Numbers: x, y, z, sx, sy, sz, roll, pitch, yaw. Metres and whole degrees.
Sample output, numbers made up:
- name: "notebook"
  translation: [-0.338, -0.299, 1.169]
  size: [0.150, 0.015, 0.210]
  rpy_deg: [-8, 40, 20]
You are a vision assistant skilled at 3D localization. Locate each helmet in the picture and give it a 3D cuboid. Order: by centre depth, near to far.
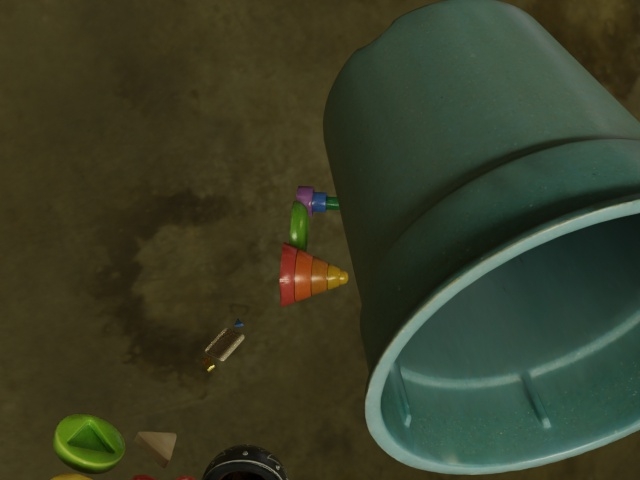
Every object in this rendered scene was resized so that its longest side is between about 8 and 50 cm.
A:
- name: "helmet"
  translation: [-0.124, 0.421, 1.364]
  size: [0.169, 0.169, 0.161]
  rpy_deg: [25, 52, -32]

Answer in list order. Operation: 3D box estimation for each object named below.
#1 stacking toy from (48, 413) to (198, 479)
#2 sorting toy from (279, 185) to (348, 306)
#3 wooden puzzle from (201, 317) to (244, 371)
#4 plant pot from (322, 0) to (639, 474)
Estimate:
- name: "stacking toy"
  translation: [-0.372, 0.464, 1.498]
  size: [0.309, 0.279, 0.130]
  rpy_deg: [19, 112, -29]
- name: "sorting toy"
  translation: [0.000, 0.000, 1.635]
  size: [0.365, 0.126, 0.127]
  rpy_deg: [-80, 172, -58]
- name: "wooden puzzle"
  translation: [-0.188, 0.205, 1.631]
  size: [0.116, 0.078, 0.014]
  rpy_deg: [-44, 119, -13]
- name: "plant pot"
  translation: [0.160, -0.023, 0.750]
  size: [0.341, 0.341, 0.334]
  rpy_deg: [20, 35, -34]
